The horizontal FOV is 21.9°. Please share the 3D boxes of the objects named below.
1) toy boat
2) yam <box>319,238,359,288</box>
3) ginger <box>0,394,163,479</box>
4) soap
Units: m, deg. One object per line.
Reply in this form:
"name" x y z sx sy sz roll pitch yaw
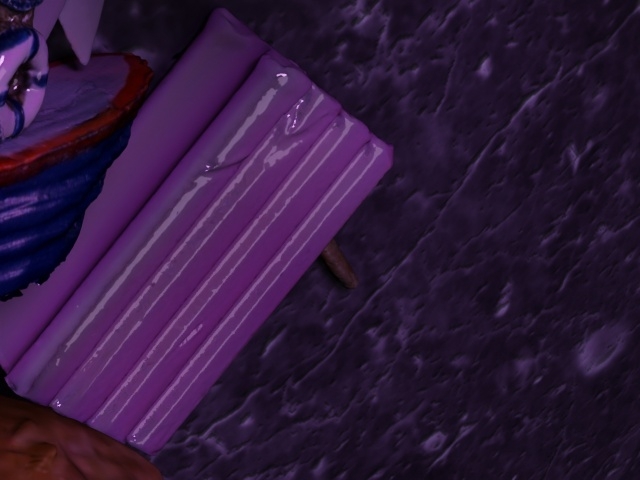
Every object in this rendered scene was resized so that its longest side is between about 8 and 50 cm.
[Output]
"toy boat" -0.116 -0.118 0.648 0.219 0.072 0.318 27 80 -67
"yam" 0.000 0.000 0.920 0.014 0.014 0.107 -45 144 -6
"ginger" -0.165 0.171 0.747 0.269 0.200 0.223 -102 -163 -87
"soap" -0.065 0.000 0.805 0.203 0.065 0.122 -51 144 2
